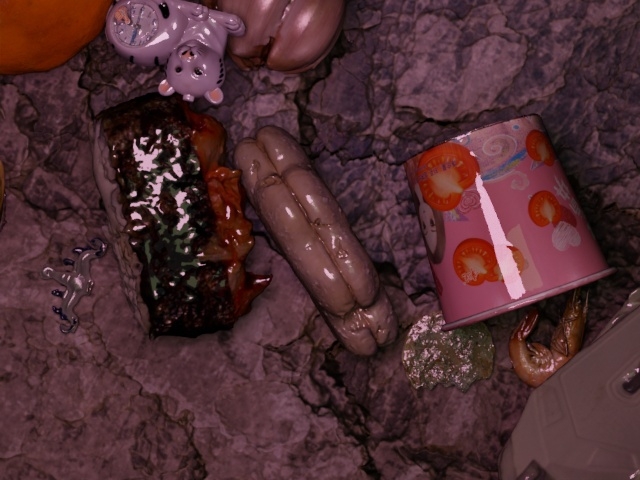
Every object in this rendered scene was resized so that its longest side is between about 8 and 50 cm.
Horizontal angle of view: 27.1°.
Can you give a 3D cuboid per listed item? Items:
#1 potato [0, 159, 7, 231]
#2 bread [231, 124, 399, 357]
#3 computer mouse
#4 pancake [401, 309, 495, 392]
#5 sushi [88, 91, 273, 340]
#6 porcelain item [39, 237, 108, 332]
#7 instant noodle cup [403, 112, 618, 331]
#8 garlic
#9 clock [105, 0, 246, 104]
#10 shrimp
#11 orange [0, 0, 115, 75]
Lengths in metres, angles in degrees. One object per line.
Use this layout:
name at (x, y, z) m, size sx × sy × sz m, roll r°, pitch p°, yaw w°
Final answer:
potato at (-0.543, -0.088, 1.684) m, size 0.300 × 0.196 × 0.246 m, roll 42°, pitch 87°, yaw -3°
bread at (-0.005, 0.003, 1.735) m, size 0.102 × 0.183 × 0.337 m, roll -31°, pitch 91°, yaw 0°
computer mouse at (0.428, 0.223, 1.757) m, size 0.429 × 0.228 × 0.145 m, roll -42°, pitch 136°, yaw -3°
pancake at (0.177, 0.151, 1.829) m, size 0.130 × 0.022 × 0.116 m, roll 2°, pitch 89°, yaw -4°
sushi at (-0.195, -0.046, 1.727) m, size 0.182 × 0.196 × 0.343 m, roll -14°, pitch 98°, yaw -22°
porcelain item at (-0.343, 0.052, 1.786) m, size 0.075 × 0.021 × 0.136 m, roll 21°, pitch 90°, yaw -5°
instant noodle cup at (0.236, -0.026, 1.732) m, size 0.243 × 0.243 × 0.231 m, roll -18°, pitch 86°, yaw -4°
garlic at (-0.066, -0.319, 1.731) m, size 0.214 × 0.160 × 0.191 m, roll 33°, pitch 84°, yaw -7°
clock at (-0.191, -0.240, 1.659) m, size 0.176 × 0.080 × 0.117 m, roll 16°, pitch 83°, yaw 9°
shrimp at (0.315, 0.126, 1.837) m, size 0.095 × 0.045 × 0.162 m, roll 17°, pitch 95°, yaw 16°
orange at (-0.392, -0.348, 1.674) m, size 0.284 × 0.226 × 0.283 m, roll -1°, pitch 96°, yaw -5°
